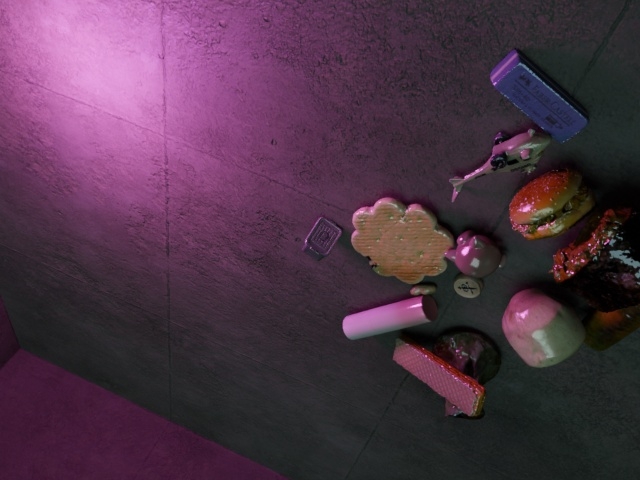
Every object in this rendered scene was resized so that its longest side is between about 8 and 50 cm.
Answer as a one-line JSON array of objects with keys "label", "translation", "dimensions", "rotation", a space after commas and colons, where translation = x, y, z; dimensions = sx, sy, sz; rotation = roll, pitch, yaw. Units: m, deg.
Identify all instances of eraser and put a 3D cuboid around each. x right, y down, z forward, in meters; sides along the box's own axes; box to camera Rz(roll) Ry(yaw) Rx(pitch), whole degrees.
[{"label": "eraser", "translation": [0.470, -0.308, 1.207], "dimensions": [0.225, 0.036, 0.082], "rotation": [37, 138, -9]}]

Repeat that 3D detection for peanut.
[{"label": "peanut", "translation": [0.314, 0.150, 1.717], "dimensions": [0.083, 0.037, 0.037], "rotation": [-12, 123, 34]}]

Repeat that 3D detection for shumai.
[{"label": "shumai", "translation": [0.456, 0.431, 1.785], "dimensions": [0.222, 0.203, 0.272], "rotation": [-13, 118, 35]}]

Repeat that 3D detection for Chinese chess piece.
[{"label": "Chinese chess piece", "translation": [0.431, 0.131, 1.636], "dimensions": [0.084, 0.034, 0.084], "rotation": [16, 135, 16]}]

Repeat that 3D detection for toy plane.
[{"label": "toy plane", "translation": [0.415, -0.177, 1.325], "dimensions": [0.108, 0.092, 0.286], "rotation": [39, 139, -25]}]

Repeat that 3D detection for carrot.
[{"label": "carrot", "translation": [0.790, 0.171, 1.431], "dimensions": [0.114, 0.114, 0.302], "rotation": [27, 140, 3]}]

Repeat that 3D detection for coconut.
[{"label": "coconut", "translation": [0.610, 0.244, 1.531], "dimensions": [0.224, 0.224, 0.224], "rotation": [15, 135, 15]}]

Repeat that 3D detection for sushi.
[{"label": "sushi", "translation": [0.675, 0.028, 1.281], "dimensions": [0.207, 0.234, 0.348], "rotation": [35, 165, 11]}]

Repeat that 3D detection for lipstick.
[{"label": "lipstick", "translation": [0.220, 0.253, 1.823], "dimensions": [0.327, 0.087, 0.087], "rotation": [-23, 117, 40]}]

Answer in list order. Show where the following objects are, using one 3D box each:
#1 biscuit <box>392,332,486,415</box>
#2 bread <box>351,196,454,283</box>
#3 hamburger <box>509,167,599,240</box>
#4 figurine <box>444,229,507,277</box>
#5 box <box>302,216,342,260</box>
[{"label": "biscuit", "translation": [0.362, 0.414, 1.771], "dimensions": [0.379, 0.054, 0.094], "rotation": [31, 116, 49]}, {"label": "bread", "translation": [0.229, -0.001, 1.608], "dimensions": [0.316, 0.054, 0.316], "rotation": [16, 136, 16]}, {"label": "hamburger", "translation": [0.522, -0.082, 1.294], "dimensions": [0.118, 0.182, 0.191], "rotation": [55, 142, -3]}, {"label": "figurine", "translation": [0.421, 0.038, 1.504], "dimensions": [0.138, 0.125, 0.125], "rotation": [27, 139, -21]}, {"label": "box", "translation": [0.000, 0.000, 1.687], "dimensions": [0.084, 0.122, 0.069], "rotation": [35, 148, -4]}]
